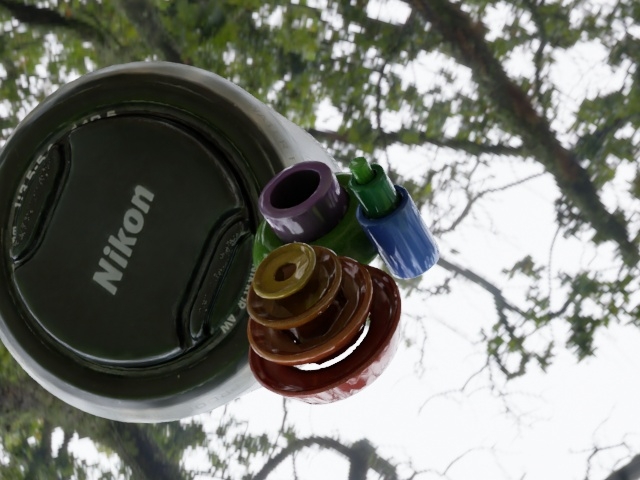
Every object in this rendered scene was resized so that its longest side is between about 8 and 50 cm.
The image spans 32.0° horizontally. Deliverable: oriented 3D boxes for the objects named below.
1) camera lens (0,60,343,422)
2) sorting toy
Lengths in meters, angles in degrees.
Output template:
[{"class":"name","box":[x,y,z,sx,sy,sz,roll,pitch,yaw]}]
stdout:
[{"class":"camera lens","box":[-0.088,0.003,0.772,0.219,0.274,0.219,0,-92,10]},{"class":"sorting toy","box":[0.000,0.000,0.334,0.061,0.042,0.102,-24,-143,12]}]
